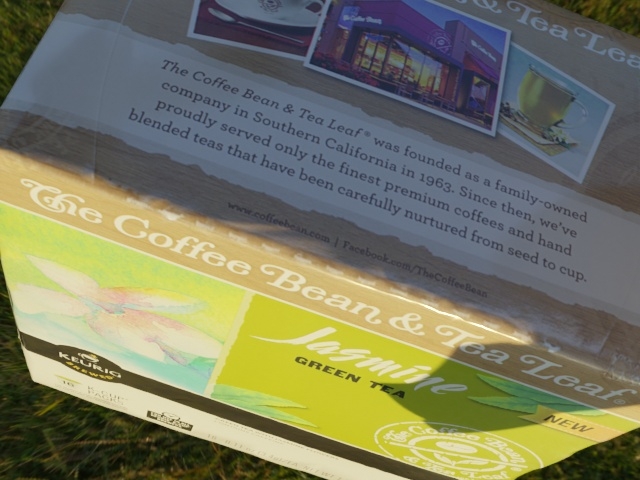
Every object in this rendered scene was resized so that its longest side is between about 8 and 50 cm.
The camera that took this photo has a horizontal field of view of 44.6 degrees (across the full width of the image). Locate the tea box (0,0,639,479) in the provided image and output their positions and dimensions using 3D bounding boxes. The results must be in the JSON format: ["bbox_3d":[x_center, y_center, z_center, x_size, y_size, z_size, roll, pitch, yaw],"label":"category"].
[{"bbox_3d":[0.000,0.000,0.505,0.329,0.323,0.220,19,59,-5],"label":"tea box"}]
